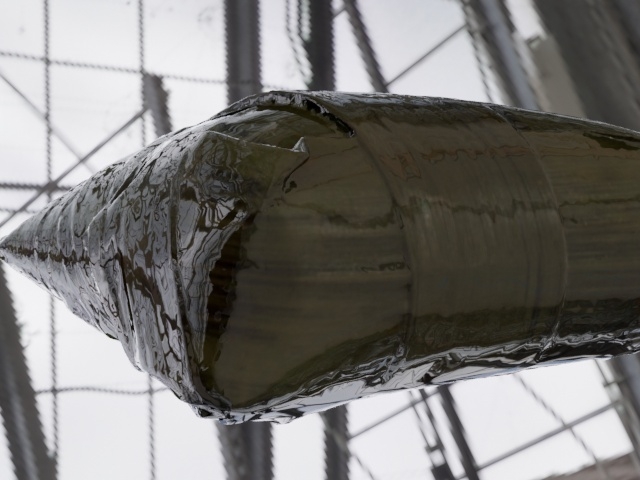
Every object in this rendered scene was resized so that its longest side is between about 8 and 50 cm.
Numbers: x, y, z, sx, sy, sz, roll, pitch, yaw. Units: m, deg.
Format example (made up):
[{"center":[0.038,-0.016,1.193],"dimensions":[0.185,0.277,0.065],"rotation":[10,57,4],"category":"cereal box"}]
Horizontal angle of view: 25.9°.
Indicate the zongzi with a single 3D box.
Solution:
[{"center":[0.000,0.000,0.694],"dimensions":[0.286,0.300,0.138],"rotation":[-4,-87,-34],"category":"zongzi"}]
